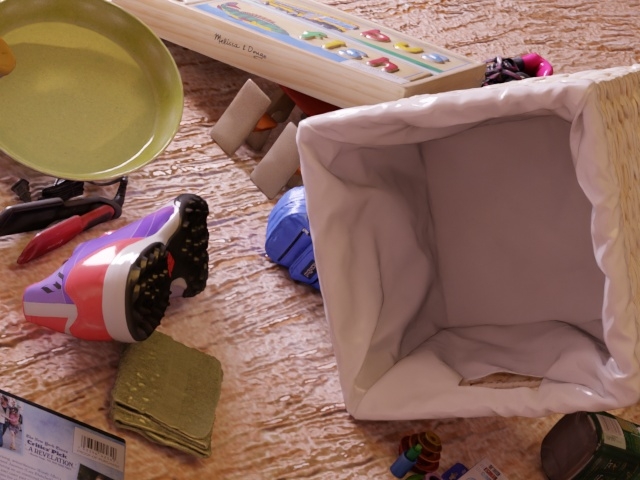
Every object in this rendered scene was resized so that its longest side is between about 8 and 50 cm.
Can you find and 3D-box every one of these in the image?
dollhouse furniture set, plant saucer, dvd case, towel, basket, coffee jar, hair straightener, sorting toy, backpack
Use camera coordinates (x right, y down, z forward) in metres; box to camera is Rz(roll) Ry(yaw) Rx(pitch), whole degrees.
[{"bbox_3d":[0.042,-0.119,2.128,0.259,0.135,0.262,47,30,17],"label":"dollhouse furniture set"},{"bbox_3d":[-0.264,-0.157,1.834,0.241,0.037,0.241,10,58,-16],"label":"plant saucer"},{"bbox_3d":[-0.247,0.222,1.428,0.180,0.022,0.253,25,31,-20],"label":"dvd case"},{"bbox_3d":[-0.146,0.142,1.652,0.110,0.027,0.148,27,31,-15],"label":"towel"},{"bbox_3d":[0.192,-0.001,1.824,0.266,0.328,0.331,-21,104,-61],"label":"basket"},{"bbox_3d":[0.345,0.248,1.972,0.184,0.096,0.079,18,37,-33],"label":"coffee jar"},{"bbox_3d":[-0.266,-0.043,1.766,0.089,0.047,0.230,42,29,8],"label":"hair straightener"},{"bbox_3d":[0.108,0.231,1.788,0.061,0.042,0.102,21,33,-27],"label":"sorting toy"},{"bbox_3d":[0.000,0.000,1.948,0.120,0.098,0.101,30,33,-15],"label":"backpack"}]

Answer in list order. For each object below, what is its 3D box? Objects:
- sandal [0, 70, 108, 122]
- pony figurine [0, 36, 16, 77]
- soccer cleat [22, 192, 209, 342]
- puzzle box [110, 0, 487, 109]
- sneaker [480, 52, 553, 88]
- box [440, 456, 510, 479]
[{"bbox_3d":[-0.262,-0.149,1.892,0.240,0.079,0.088,1,45,-47],"label":"sandal"},{"bbox_3d":[-0.430,-0.094,1.421,0.351,0.363,0.303,57,23,3],"label":"pony figurine"},{"bbox_3d":[-0.188,0.021,1.714,0.116,0.108,0.318,0,15,12],"label":"soccer cleat"},{"bbox_3d":[-0.023,-0.250,2.174,0.409,0.052,0.272,23,20,20],"label":"puzzle box"},{"bbox_3d":[0.234,-0.210,2.500,0.121,0.112,0.299,44,30,12],"label":"sneaker"},{"bbox_3d":[0.187,0.282,1.819,0.136,0.028,0.081,46,30,11],"label":"box"}]
